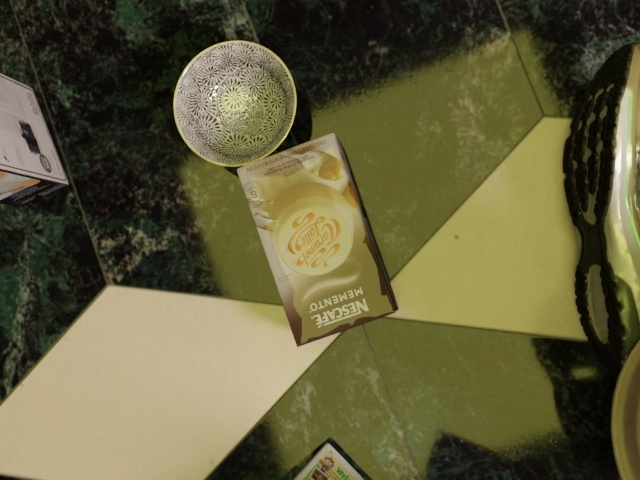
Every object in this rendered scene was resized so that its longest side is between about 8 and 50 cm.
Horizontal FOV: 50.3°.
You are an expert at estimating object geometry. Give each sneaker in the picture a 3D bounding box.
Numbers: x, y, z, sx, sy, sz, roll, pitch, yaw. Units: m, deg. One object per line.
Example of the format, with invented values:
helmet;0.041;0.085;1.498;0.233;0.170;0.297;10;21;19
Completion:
sneaker;0.422;-0.039;0.857;0.182;0.158;0.410;-4;94;-3

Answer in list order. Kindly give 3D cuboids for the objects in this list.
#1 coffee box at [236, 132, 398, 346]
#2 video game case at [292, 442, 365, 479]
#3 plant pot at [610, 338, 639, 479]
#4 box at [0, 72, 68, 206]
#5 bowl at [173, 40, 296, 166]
coffee box;0.000;0.000;0.917;0.141;0.098;0.247;-20;85;6
video game case;0.021;0.409;0.885;0.212;0.023;0.193;45;58;7
plant pot;0.452;0.181;0.587;0.333;0.305;0.334;-3;78;14
box;-0.462;-0.147;0.886;0.087;0.290;0.169;-23;86;6
bowl;-0.111;-0.182;0.947;0.170;0.080;0.170;0;88;7
